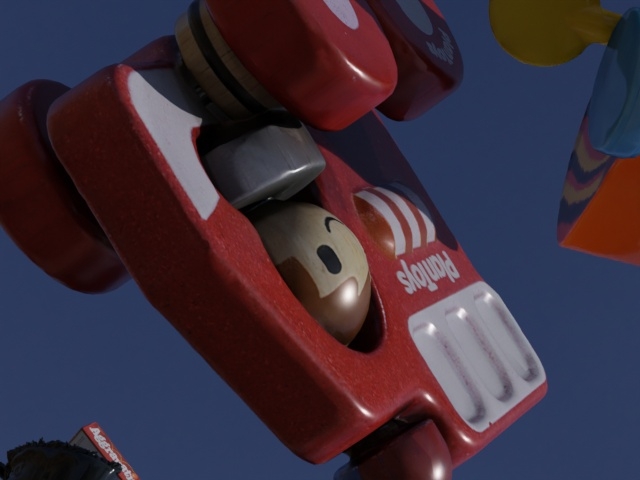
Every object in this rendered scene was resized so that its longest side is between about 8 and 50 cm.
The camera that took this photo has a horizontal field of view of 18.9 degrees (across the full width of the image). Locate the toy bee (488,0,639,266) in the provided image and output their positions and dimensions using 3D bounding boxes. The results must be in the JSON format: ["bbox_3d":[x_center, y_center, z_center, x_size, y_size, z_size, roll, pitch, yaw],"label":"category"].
[{"bbox_3d":[0.199,-0.102,0.894,0.298,0.195,0.162,-22,-131,55],"label":"toy bee"}]

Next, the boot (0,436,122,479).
[{"bbox_3d":[-0.133,0.159,1.047,0.121,0.099,0.045,2,-45,19],"label":"boot"}]

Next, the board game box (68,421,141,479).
[{"bbox_3d":[-0.259,0.321,1.897,0.145,0.027,0.281,51,-60,15],"label":"board game box"}]

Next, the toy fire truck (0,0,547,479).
[{"bbox_3d":[0.000,0.000,0.876,0.169,0.302,0.254,-35,-95,18],"label":"toy fire truck"}]
